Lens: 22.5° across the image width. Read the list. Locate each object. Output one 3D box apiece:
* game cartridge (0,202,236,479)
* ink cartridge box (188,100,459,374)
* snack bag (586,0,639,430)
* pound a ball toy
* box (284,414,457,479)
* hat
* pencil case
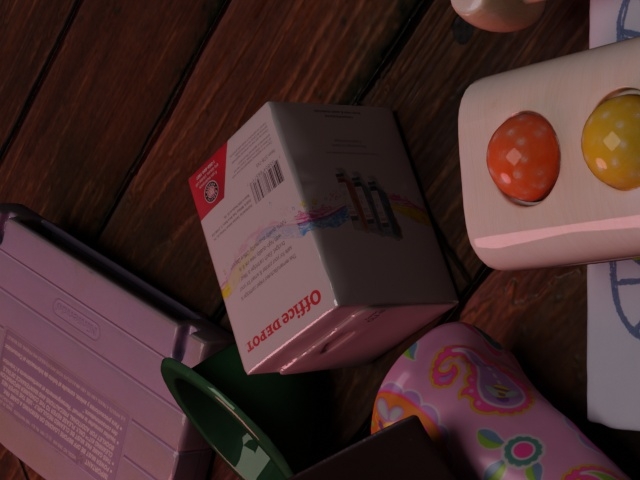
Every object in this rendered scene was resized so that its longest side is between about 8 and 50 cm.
[{"bbox_3d":[-0.229,0.130,1.562,0.355,0.068,0.230,28,115,39],"label":"game cartridge"},{"bbox_3d":[0.000,0.000,1.244,0.128,0.127,0.176,-38,61,44],"label":"ink cartridge box"},{"bbox_3d":[0.290,-0.033,0.957,0.343,0.037,0.323,2,92,52],"label":"snack bag"},{"bbox_3d":[0.187,-0.094,0.947,0.319,0.136,0.208,-8,85,51],"label":"pound a ball toy"},{"bbox_3d":[0.084,0.327,1.035,0.381,0.143,0.191,57,154,15],"label":"box"},{"bbox_3d":[-0.017,0.100,1.350,0.173,0.183,0.208,15,144,57],"label":"hat"},{"bbox_3d":[0.153,0.176,1.070,0.284,0.124,0.124,44,123,41],"label":"pencil case"}]
